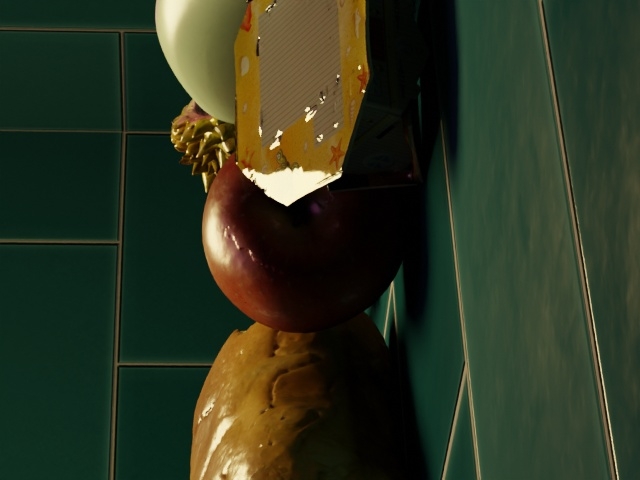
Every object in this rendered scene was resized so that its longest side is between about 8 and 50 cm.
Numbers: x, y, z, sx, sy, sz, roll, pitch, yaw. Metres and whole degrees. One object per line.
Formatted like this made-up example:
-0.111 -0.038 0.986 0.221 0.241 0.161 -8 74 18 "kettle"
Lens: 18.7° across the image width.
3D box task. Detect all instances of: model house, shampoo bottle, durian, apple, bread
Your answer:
0.038 -0.115 1.506 0.207 0.136 0.219 -38 49 49 "model house"
-0.026 -0.258 1.627 0.349 0.222 0.151 102 149 -53 "shampoo bottle"
-0.025 -0.141 1.962 0.260 0.154 0.186 -44 5 -28 "durian"
-0.011 -0.007 1.629 0.168 0.181 0.181 76 -168 -67 "apple"
-0.029 0.182 1.662 0.195 0.149 0.344 -49 21 19 "bread"
